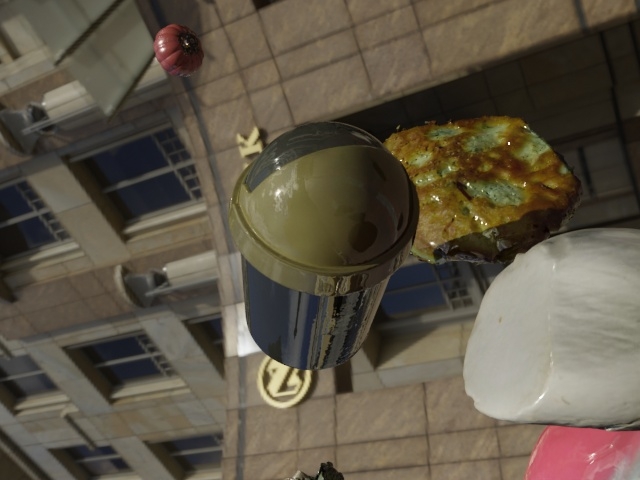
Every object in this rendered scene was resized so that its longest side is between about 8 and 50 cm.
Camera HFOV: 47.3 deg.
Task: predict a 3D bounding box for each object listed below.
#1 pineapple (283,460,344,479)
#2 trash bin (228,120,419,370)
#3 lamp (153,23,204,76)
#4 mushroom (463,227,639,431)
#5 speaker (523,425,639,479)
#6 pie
[{"bbox_3d":[-0.059,0.588,1.539,0.262,0.271,0.262,41,-168,-10],"label":"pineapple"},{"bbox_3d":[0.000,0.000,0.868,0.333,0.214,0.214,97,179,-54],"label":"trash bin"},{"bbox_3d":[-0.289,-0.388,1.493,0.107,0.092,0.107,22,-121,-42],"label":"lamp"},{"bbox_3d":[0.187,0.046,0.366,0.116,0.225,0.093,-85,-9,-53],"label":"mushroom"},{"bbox_3d":[0.306,0.235,0.585,0.294,0.294,0.294,40,-138,-51],"label":"speaker"},{"bbox_3d":[0.237,-0.081,1.163,0.354,0.288,0.103,-119,6,-46],"label":"pie"}]
